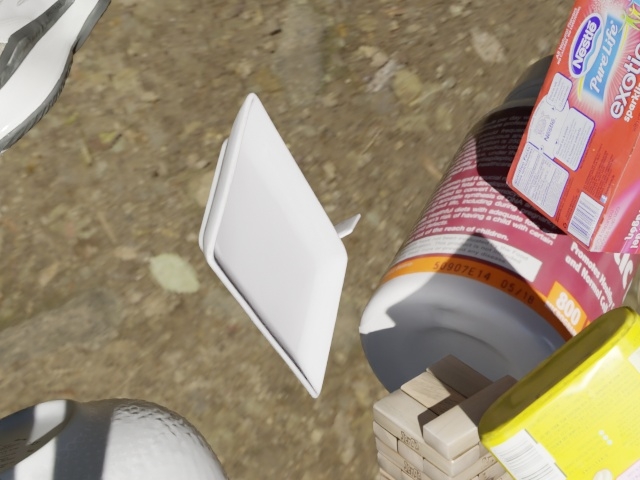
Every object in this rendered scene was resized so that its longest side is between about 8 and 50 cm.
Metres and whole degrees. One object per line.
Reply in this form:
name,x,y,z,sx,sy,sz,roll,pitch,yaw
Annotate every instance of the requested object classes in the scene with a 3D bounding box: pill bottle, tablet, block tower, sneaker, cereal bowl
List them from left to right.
sneaker,-0.363,-0.263,1.385,0.169,0.447,0.257,-39,111,16
cereal bowl,-0.256,0.242,1.240,0.339,0.339,0.141,-19,105,16
tablet,0.000,0.000,1.362,0.083,0.054,0.006,-28,101,20
block tower,0.114,0.248,1.130,0.097,0.091,0.335,33,140,41
pill bottle,0.217,-0.004,1.416,0.224,0.392,0.224,20,142,17

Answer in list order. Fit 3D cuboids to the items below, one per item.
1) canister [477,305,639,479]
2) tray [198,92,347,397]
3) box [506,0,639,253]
canister,0.190,0.138,0.808,0.126,0.073,0.170,-40,96,8
tray,-0.038,0.013,1.114,0.030,0.270,0.145,1,62,20
box,0.274,-0.127,1.146,0.122,0.128,0.257,2,117,-33
